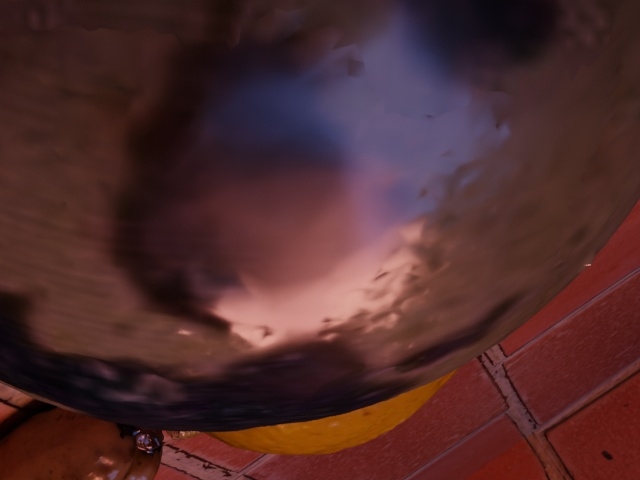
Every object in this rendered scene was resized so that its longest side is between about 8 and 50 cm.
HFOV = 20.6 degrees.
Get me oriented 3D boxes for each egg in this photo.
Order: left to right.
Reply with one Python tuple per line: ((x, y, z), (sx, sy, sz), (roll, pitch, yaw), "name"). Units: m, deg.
((-0.039, -0.102, 0.629), (0.345, 0.345, 0.428), (-28, 173, -17), "egg")

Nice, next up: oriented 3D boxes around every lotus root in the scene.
((-0.228, 0.207, 1.468), (0.221, 0.118, 0.125), (-35, 130, 10), "lotus root")

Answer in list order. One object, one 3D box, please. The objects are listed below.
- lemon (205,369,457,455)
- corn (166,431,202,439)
((0.000, 0.000, 1.119), (0.320, 0.245, 0.245), (-46, 159, 18), "lemon")
((-0.071, 0.126, 1.613), (0.165, 0.063, 0.085), (-25, 170, -22), "corn")
